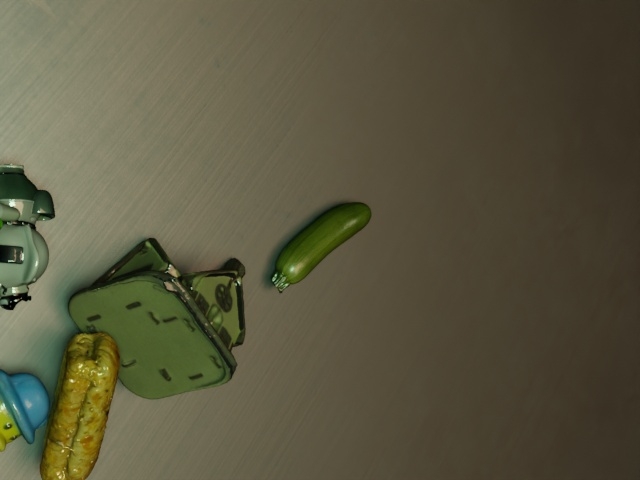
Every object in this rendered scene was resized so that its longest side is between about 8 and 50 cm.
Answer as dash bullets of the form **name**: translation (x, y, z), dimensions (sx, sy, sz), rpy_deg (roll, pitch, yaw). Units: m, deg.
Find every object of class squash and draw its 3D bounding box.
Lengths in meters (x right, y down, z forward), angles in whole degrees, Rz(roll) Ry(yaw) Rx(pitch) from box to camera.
- **squash**: translation (0.000, 0.000, 1.569), dimensions (0.258, 0.069, 0.069), rpy_deg (-39, 117, -32)

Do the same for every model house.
- **model house**: translation (-0.217, 0.066, 1.347), dimensions (0.218, 0.204, 0.279), rpy_deg (60, 28, -28)

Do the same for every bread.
- **bread**: translation (-0.338, 0.237, 1.231), dimensions (0.083, 0.114, 0.211), rpy_deg (12, 110, -13)

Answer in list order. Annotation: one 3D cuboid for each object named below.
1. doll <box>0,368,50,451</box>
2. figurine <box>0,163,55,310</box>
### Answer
- **doll**: translation (-0.513, 0.240, 1.119), dimensions (0.363, 0.145, 0.199), rpy_deg (7, 128, -50)
- **figurine**: translation (-0.418, -0.003, 1.171), dimensions (0.126, 0.147, 0.193), rpy_deg (-3, 83, -26)
